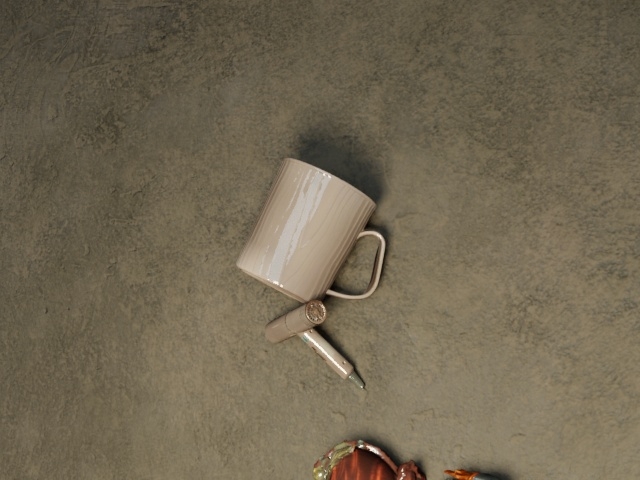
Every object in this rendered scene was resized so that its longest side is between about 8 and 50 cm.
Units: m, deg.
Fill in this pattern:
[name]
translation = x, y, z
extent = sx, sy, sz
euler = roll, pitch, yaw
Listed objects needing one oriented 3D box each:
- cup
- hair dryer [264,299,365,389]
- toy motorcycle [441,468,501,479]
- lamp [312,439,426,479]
[cup]
translation = -0.009, -0.003, 1.943
extent = 0.273, 0.288, 0.208
euler = -62, 28, -5
[hair dryer]
translation = 0.001, 0.235, 1.912
extent = 0.220, 0.195, 0.053
euler = 48, 56, -8
[toy motorcycle]
translation = 0.303, 0.580, 1.641
extent = 0.221, 0.148, 0.325
euler = -18, 72, 40
[lamp]
translation = 0.091, 0.499, 1.742
extent = 0.223, 0.151, 0.215
euler = 5, 79, 21
